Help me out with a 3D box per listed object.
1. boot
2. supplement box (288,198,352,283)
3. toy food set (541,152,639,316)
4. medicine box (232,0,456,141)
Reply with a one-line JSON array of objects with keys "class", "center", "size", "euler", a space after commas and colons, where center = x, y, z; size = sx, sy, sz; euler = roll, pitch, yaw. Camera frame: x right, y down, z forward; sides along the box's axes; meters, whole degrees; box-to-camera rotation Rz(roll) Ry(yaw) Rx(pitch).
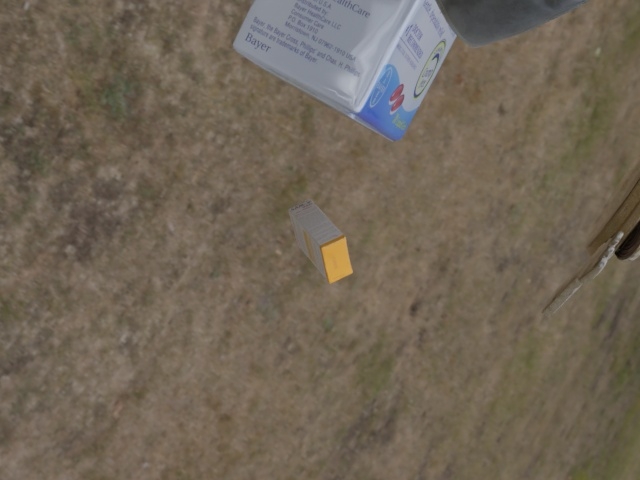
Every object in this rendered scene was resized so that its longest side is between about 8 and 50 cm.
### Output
[{"class": "boot", "center": [0.158, -0.246, 0.700], "size": [0.076, 0.208, 0.190], "euler": [-30, 110, -23]}, {"class": "supplement box", "center": [0.000, 0.000, 1.166], "size": [0.036, 0.098, 0.062], "euler": [-25, 132, -14]}, {"class": "toy food set", "center": [0.210, -0.031, 0.566], "size": [0.192, 0.038, 0.132], "euler": [-54, 171, -18]}, {"class": "medicine box", "center": [0.069, -0.275, 0.976], "size": [0.289, 0.149, 0.263], "euler": [-61, 168, 7]}]
